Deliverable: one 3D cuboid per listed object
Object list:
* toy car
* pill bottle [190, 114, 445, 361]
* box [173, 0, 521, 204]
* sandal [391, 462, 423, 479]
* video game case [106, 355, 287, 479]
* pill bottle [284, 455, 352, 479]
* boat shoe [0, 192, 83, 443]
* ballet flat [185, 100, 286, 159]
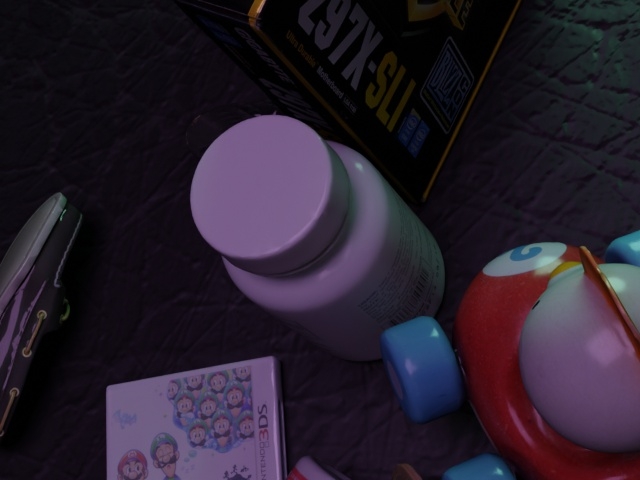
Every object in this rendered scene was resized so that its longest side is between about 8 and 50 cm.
[{"bbox_3d":[0.169,0.065,0.788,0.219,0.238,0.210,-20,63,-7],"label":"toy car"},{"bbox_3d":[0.000,0.000,0.917,0.131,0.229,0.131,-7,69,20],"label":"pill bottle"},{"bbox_3d":[0.049,-0.201,0.916,0.079,0.322,0.257,24,82,29],"label":"box"},{"bbox_3d":[0.126,0.256,0.870,0.079,0.088,0.240,-9,47,-17],"label":"sandal"},{"bbox_3d":[-0.102,0.175,1.016,0.157,0.019,0.143,-12,67,19],"label":"video game case"},{"bbox_3d":[-0.022,0.245,0.919,0.087,0.087,0.160,32,86,29],"label":"pill bottle"},{"bbox_3d":[-0.261,0.069,1.096,0.081,0.068,0.228,-2,60,64],"label":"boat shoe"},{"bbox_3d":[-0.039,-0.095,1.082,0.173,0.049,0.058,-6,97,26],"label":"ballet flat"}]
